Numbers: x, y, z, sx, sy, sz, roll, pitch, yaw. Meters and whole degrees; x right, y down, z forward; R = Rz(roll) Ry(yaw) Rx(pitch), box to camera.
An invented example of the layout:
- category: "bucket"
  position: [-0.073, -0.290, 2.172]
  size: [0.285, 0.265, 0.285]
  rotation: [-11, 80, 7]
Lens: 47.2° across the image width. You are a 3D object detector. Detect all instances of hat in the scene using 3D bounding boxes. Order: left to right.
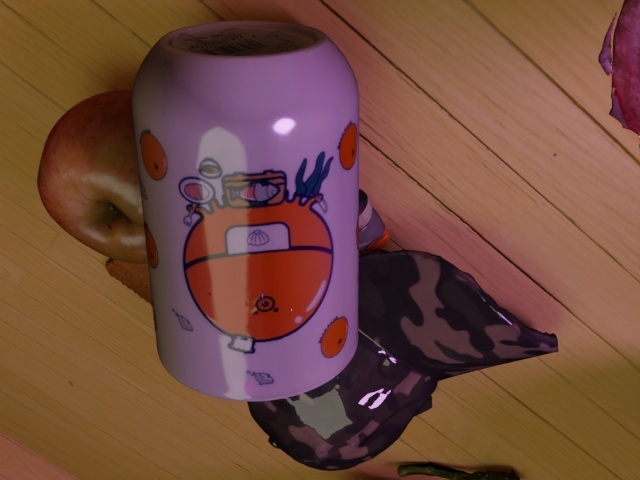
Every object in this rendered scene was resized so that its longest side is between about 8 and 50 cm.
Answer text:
- category: "hat"
  position: [0.081, 0.178, 0.909]
  size: [0.366, 0.257, 0.381]
  rotation: [30, 163, -27]

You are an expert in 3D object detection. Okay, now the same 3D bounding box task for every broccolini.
- category: "broccolini"
  position: [0.232, 0.410, 1.266]
  size: [0.239, 0.054, 0.051]
  rotation: [-5, 148, 39]

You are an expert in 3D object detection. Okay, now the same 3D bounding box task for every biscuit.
- category: "biscuit"
  position: [-0.212, 0.079, 1.158]
  size: [0.232, 0.013, 0.237]
  rotation: [41, 142, -19]

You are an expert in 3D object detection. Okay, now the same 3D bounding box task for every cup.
- category: "cup"
  position: [-0.067, -0.037, 0.707]
  size: [0.212, 0.212, 0.318]
  rotation: [11, 120, 21]

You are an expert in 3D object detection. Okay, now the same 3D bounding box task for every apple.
- category: "apple"
  position: [-0.213, -0.071, 0.850]
  size: [0.209, 0.164, 0.209]
  rotation: [8, 137, 7]

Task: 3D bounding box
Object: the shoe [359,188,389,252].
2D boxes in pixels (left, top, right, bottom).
- category: "shoe"
  position: [-0.001, 0.001, 0.885]
  size: [0.194, 0.074, 0.077]
  rotation: [-21, 128, 43]

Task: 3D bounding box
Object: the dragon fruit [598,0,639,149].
- category: "dragon fruit"
  position: [0.321, -0.156, 0.333]
  size: [0.296, 0.263, 0.314]
  rotation: [43, 154, -23]
